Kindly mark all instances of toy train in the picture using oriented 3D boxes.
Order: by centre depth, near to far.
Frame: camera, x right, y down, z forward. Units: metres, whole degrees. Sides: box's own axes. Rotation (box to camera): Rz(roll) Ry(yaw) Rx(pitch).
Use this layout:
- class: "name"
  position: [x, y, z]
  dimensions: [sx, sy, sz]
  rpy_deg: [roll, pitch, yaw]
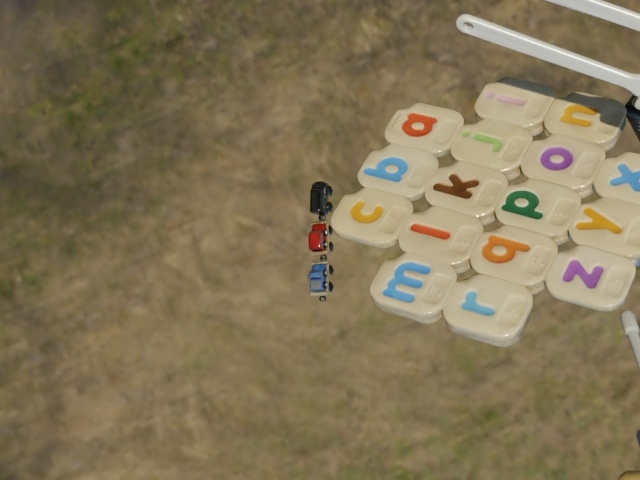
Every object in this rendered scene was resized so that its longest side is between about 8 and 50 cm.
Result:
- class: "toy train"
  position: [0.000, 0.000, 1.829]
  dimensions: [0.027, 0.158, 0.036]
  rpy_deg: [-5, 168, 24]

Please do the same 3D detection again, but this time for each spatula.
- class: "spatula"
  position: [0.234, -0.175, 1.079]
  dimensions: [0.168, 0.242, 0.019]
  rpy_deg: [106, 7, -52]

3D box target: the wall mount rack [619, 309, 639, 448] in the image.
- class: "wall mount rack"
  position: [0.434, 0.244, 1.586]
  dimensions: [0.130, 0.304, 0.350]
  rpy_deg: [-36, 131, -26]

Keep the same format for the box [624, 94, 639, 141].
- class: "box"
  position: [0.481, -0.131, 1.499]
  dimensions: [0.163, 0.247, 0.142]
  rpy_deg: [-50, 128, -19]

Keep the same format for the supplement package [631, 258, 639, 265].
- class: "supplement package"
  position: [0.479, -0.020, 1.863]
  dimensions: [0.105, 0.105, 0.179]
  rpy_deg: [2, -176, 30]

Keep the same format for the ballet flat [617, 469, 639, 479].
- class: "ballet flat"
  position: [0.285, 0.247, 1.285]
  dimensions: [0.073, 0.080, 0.232]
  rpy_deg: [-2, 155, 3]

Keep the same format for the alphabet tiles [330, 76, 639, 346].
- class: "alphabet tiles"
  position: [0.162, -0.033, 1.257]
  dimensions: [0.284, 0.278, 0.021]
  rpy_deg: [-59, 150, -30]
